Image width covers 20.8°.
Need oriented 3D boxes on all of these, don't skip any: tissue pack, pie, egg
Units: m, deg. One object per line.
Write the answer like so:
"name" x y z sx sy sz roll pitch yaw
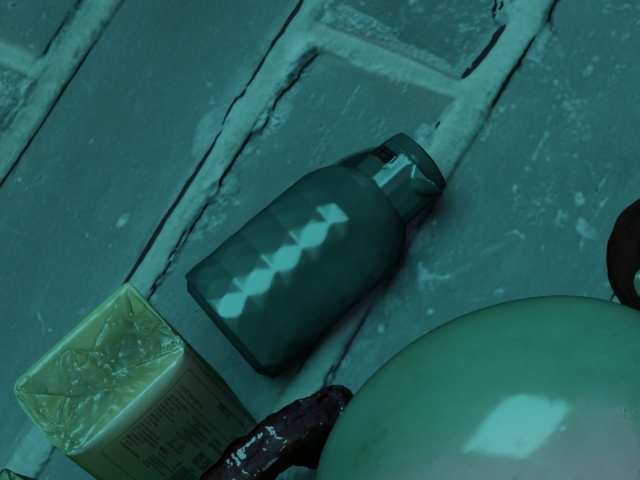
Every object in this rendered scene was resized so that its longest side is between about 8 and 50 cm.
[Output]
"tissue pack" -0.182 0.169 1.771 0.159 0.234 0.125 -42 60 -4
"pie" -0.048 0.229 1.727 0.219 0.204 0.054 -46 71 12
"egg" 0.175 0.200 1.615 0.388 0.276 0.276 -27 62 12

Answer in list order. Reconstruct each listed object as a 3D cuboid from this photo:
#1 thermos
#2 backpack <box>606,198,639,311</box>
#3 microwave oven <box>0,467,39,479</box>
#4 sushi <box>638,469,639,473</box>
"thermos" 0.000 0.000 1.850 0.286 0.145 0.182 -41 28 -5
"backpack" 0.383 0.022 1.695 0.229 0.139 0.229 -8 37 6
"microwave oven" -0.137 0.426 1.592 0.394 0.333 0.247 28 86 26
"sushi" 0.423 0.212 1.548 0.264 0.290 0.050 -29 40 6
